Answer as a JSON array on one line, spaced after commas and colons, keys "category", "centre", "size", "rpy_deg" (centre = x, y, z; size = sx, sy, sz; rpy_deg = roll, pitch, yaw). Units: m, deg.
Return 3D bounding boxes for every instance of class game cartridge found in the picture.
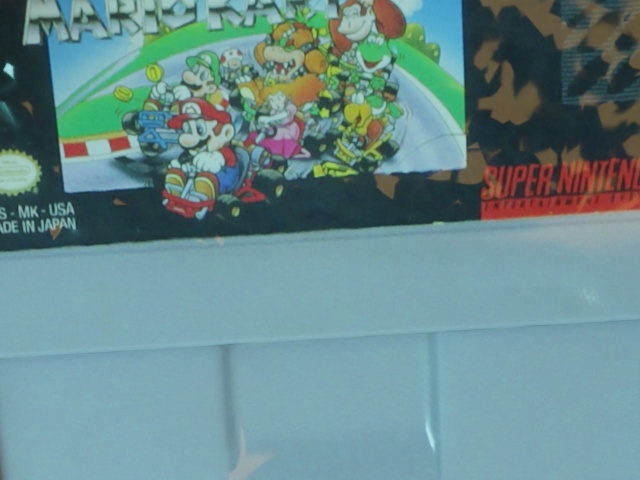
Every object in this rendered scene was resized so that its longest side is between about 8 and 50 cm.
[{"category": "game cartridge", "centre": [0.000, 0.000, 0.619], "size": [0.355, 0.068, 0.230], "rpy_deg": [-4, 116, 0]}]
